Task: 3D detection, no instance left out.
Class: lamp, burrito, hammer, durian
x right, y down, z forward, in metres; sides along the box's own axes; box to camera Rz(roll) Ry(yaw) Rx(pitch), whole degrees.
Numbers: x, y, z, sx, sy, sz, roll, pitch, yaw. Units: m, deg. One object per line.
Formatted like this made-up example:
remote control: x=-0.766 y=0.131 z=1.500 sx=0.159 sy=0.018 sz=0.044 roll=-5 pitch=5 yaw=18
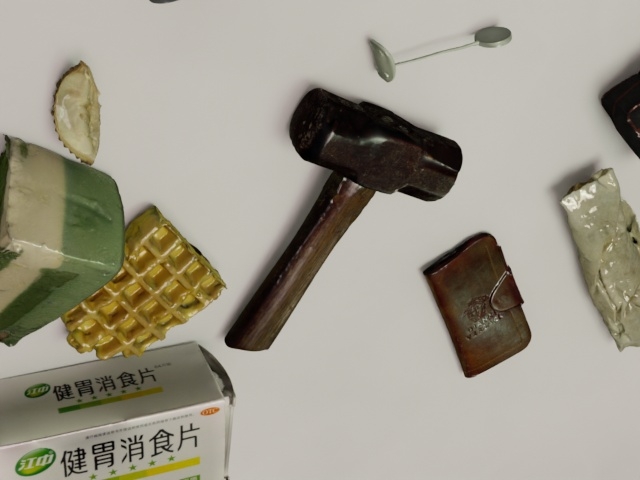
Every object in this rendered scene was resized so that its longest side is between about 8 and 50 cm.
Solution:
lamp: x=0.162 y=-0.262 z=1.515 sx=0.198 sy=0.050 sz=0.056 roll=-19 pitch=125 yaw=-15
burrito: x=0.475 y=0.036 z=1.846 sx=0.117 sy=0.076 sz=0.392 roll=-34 pitch=129 yaw=-4
hammer: x=0.000 y=0.000 z=1.579 sx=0.242 sy=0.095 sz=0.409 roll=19 pitch=112 yaw=-35
durian: x=-0.287 y=-0.151 z=1.352 sx=0.052 sy=0.066 sz=0.130 roll=-10 pitch=114 yaw=-22

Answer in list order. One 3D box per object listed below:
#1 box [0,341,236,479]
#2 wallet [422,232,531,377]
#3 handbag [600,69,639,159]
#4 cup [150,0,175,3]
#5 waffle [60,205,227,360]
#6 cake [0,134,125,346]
box: x=-0.289 y=0.271 z=1.569 sx=0.332 sy=0.145 sz=0.173 roll=-10 pitch=125 yaw=-20
wallet: x=0.252 y=0.102 z=1.805 sx=0.137 sy=0.031 sz=0.255 roll=-31 pitch=129 yaw=-6
handbag: x=0.539 y=-0.200 z=1.679 sx=0.215 sy=0.155 sz=0.169 roll=-37 pitch=116 yaw=0
cup: x=-0.166 y=-0.327 z=1.301 sx=0.100 sy=0.078 sz=0.077 roll=-50 pitch=133 yaw=-36
waffle: x=-0.251 y=0.072 z=1.518 sx=0.211 sy=0.055 sz=0.160 roll=-38 pitch=130 yaw=1
cake: x=-0.361 y=0.050 z=1.378 sx=0.158 sy=0.172 sz=0.284 roll=22 pitch=110 yaw=-33
